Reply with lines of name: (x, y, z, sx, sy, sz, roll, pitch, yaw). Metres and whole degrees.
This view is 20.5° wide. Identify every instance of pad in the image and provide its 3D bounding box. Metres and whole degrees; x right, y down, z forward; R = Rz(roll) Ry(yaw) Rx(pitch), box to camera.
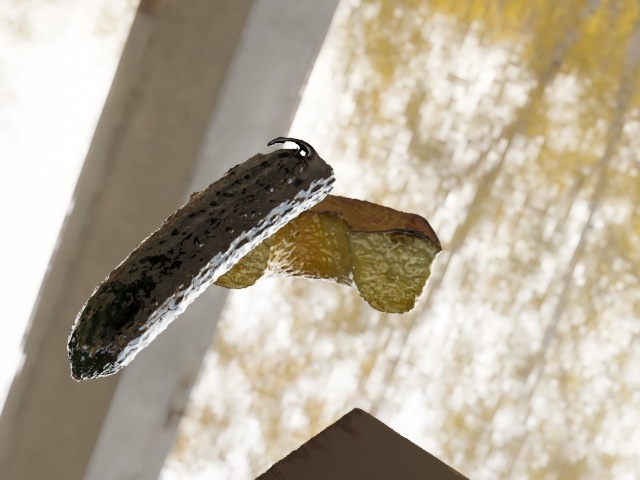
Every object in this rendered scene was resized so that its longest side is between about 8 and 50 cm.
pad: (0.052, 0.135, 0.853, 0.143, 0.003, 0.211, 33, -169, 11)

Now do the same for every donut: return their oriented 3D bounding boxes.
donut: (0.006, 0.000, 1.791, 0.259, 0.101, 0.152, 8, -167, 13)

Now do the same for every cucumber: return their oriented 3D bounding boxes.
cucumber: (-0.097, 0.011, 1.280, 0.245, 0.067, 0.067, -39, -132, -23)
